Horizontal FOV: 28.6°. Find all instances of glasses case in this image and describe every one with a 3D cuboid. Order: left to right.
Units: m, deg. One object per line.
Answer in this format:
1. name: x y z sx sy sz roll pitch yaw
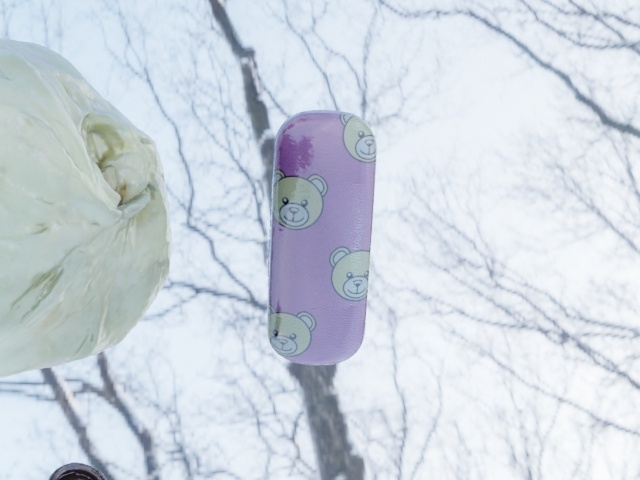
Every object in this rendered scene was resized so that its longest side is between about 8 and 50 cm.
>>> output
1. glasses case: 0.000 0.000 1.504 0.123 0.076 0.316 3 -73 -2

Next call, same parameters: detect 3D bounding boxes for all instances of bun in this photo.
1. bun: -0.269 -0.036 1.209 0.213 0.361 0.361 -4 -43 28

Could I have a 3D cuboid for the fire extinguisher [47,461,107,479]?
1. fire extinguisher: -0.311 0.333 1.448 0.099 0.071 0.231 12 -38 -16
